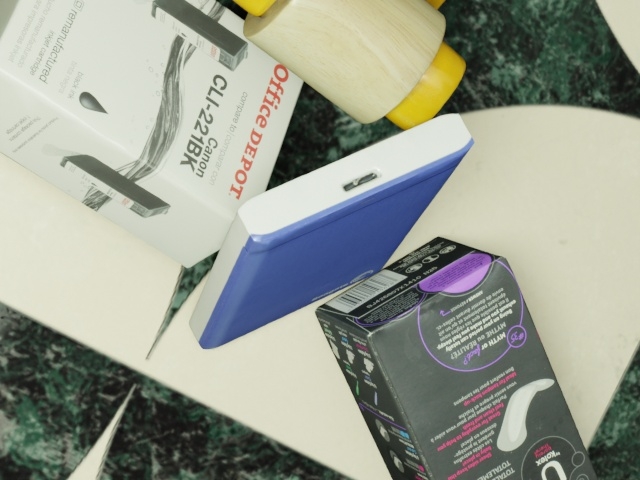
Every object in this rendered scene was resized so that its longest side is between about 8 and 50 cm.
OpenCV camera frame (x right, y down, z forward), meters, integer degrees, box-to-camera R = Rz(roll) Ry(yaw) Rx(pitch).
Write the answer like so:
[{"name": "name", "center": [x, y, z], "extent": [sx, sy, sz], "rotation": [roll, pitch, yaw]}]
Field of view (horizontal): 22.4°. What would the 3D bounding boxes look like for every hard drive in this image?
[{"name": "hard drive", "center": [0.000, 0.000, 1.448], "extent": [0.210, 0.318, 0.040], "rotation": [-24, 77, -19]}]

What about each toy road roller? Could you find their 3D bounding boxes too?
[{"name": "toy road roller", "center": [0.042, -0.265, 1.423], "extent": [0.202, 0.329, 0.240], "rotation": [35, 102, -20]}]

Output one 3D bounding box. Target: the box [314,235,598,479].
[{"name": "box", "center": [0.136, 0.156, 1.611], "extent": [0.165, 0.143, 0.270], "rotation": [-29, 107, -16]}]

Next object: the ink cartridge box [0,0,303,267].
[{"name": "ink cartridge box", "center": [-0.166, -0.133, 1.426], "extent": [0.273, 0.114, 0.197], "rotation": [33, 55, -24]}]
